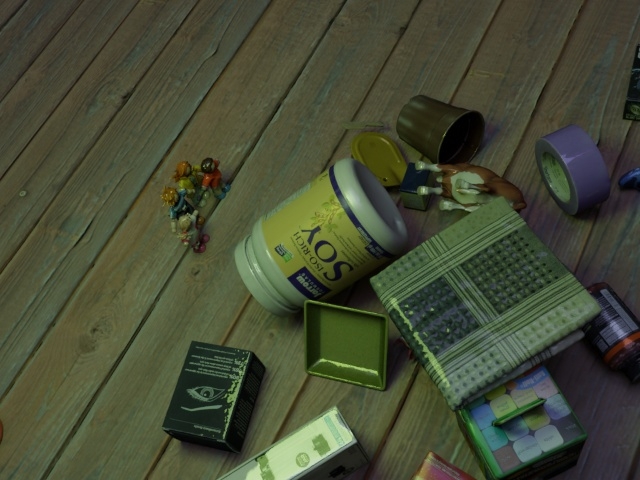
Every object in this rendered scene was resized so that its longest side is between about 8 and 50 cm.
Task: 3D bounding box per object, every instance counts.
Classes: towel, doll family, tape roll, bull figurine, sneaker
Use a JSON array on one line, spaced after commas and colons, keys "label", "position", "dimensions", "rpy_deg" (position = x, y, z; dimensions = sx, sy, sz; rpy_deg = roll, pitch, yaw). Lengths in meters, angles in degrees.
[{"label": "towel", "position": [0.297, 0.107, 1.341], "dimensions": [0.324, 0.056, 0.312], "rpy_deg": [-32, 57, -1]}, {"label": "doll family", "position": [-0.336, -0.103, 1.840], "dimensions": [0.118, 0.163, 0.263], "rpy_deg": [7, 63, 18]}, {"label": "tape roll", "position": [0.560, -0.157, 1.628], "dimensions": [0.080, 0.189, 0.189], "rpy_deg": [-23, 58, 1]}, {"label": "bull figurine", "position": [0.323, -0.118, 1.625], "dimensions": [0.188, 0.101, 0.310], "rpy_deg": [2, 13, -22]}, {"label": "sneaker", "position": [0.750, -0.132, 1.645], "dimensions": [0.144, 0.053, 0.059], "rpy_deg": [-6, 61, 12]}]

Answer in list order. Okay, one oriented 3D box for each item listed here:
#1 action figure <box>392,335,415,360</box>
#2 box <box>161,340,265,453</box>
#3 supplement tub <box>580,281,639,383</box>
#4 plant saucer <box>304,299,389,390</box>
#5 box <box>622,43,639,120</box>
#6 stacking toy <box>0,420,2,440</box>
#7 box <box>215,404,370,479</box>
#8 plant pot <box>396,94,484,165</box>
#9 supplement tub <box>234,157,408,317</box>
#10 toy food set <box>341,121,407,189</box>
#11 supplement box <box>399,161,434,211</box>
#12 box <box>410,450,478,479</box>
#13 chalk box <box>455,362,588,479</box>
[{"label": "action figure", "position": [0.286, 0.102, 1.551], "dimensions": [0.248, 0.276, 0.370], "rpy_deg": [44, 108, -8]}, {"label": "box", "position": [-0.229, 0.340, 1.589], "dimensions": [0.153, 0.108, 0.207], "rpy_deg": [8, 63, 18]}, {"label": "supplement tub", "position": [0.594, 0.188, 1.469], "dimensions": [0.106, 0.106, 0.198], "rpy_deg": [-29, 59, -3]}, {"label": "plant saucer", "position": [0.060, 0.216, 1.571], "dimensions": [0.188, 0.188, 0.045], "rpy_deg": [9, 27, 19]}, {"label": "box", "position": [0.820, -0.375, 1.753], "dimensions": [0.147, 0.077, 0.180], "rpy_deg": [12, 64, 21]}, {"label": "stacking toy", "position": [-0.925, 0.452, 1.689], "dimensions": [0.309, 0.130, 0.279], "rpy_deg": [26, 70, 26]}, {"label": "box", "position": [-0.056, 0.459, 1.440], "dimensions": [0.290, 0.169, 0.087], "rpy_deg": [-32, 58, -4]}, {"label": "plant pot", "position": [0.285, -0.270, 1.789], "dimensions": [0.167, 0.167, 0.165], "rpy_deg": [-45, 53, -13]}, {"label": "supplement tub", "position": [0.000, 0.000, 1.610], "dimensions": [0.331, 0.241, 0.241], "rpy_deg": [-35, 56, 18]}, {"label": "toy food set", "position": [0.134, -0.203, 1.842], "dimensions": [0.128, 0.071, 0.218], "rpy_deg": [-9, 58, -19]}, {"label": "supplement box", "position": [0.234, -0.129, 1.756], "dimensions": [0.056, 0.083, 0.083], "rpy_deg": [12, 64, 22]}, {"label": "box", "position": [0.283, 0.518, 1.342], "dimensions": [0.257, 0.128, 0.123], "rpy_deg": [28, 70, 27]}, {"label": "chalk box", "position": [0.358, 0.335, 1.334], "dimensions": [0.180, 0.289, 0.179], "rpy_deg": [-25, 58, -1]}]
